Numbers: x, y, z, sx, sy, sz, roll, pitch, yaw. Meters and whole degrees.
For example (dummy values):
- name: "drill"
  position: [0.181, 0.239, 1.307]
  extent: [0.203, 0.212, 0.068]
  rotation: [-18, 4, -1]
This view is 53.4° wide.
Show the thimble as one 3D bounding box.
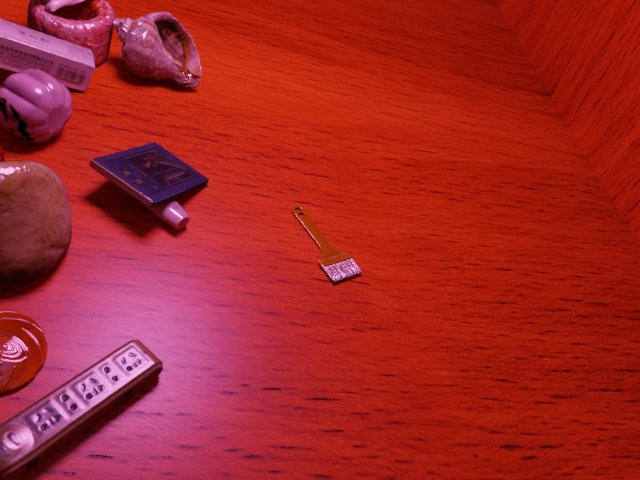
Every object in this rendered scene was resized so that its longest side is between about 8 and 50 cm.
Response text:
- name: "thimble"
  position: [-0.733, -0.622, 1.859]
  extent: [0.239, 0.162, 0.239]
  rotation: [12, 49, -14]

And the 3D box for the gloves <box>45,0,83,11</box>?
- name: "gloves"
  position: [-0.710, -0.707, 1.767]
  extent: [0.097, 0.119, 0.229]
  rotation: [-2, 24, 34]

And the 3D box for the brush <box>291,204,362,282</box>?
- name: "brush"
  position: [0.000, 0.000, 1.713]
  extent: [0.103, 0.013, 0.272]
  rotation: [-16, 57, -35]

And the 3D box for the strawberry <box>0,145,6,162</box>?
- name: "strawberry"
  position: [-0.795, -0.183, 1.399]
  extent: [0.184, 0.201, 0.187]
  rotation: [28, 60, 28]

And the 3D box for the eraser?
- name: "eraser"
  position: [-0.816, -0.511, 1.686]
  extent: [0.404, 0.098, 0.096]
  rotation: [12, 41, -37]

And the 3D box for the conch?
- name: "conch"
  position: [-0.502, -0.567, 1.920]
  extent: [0.291, 0.159, 0.210]
  rotation: [45, 38, -36]

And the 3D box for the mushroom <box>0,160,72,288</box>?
- name: "mushroom"
  position: [-0.650, -0.035, 1.304]
  extent: [0.292, 0.217, 0.212]
  rotation: [-8, 58, -31]

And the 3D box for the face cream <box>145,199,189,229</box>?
- name: "face cream"
  position: [-0.406, -0.098, 1.592]
  extent: [0.182, 0.051, 0.072]
  rotation: [40, 38, 16]

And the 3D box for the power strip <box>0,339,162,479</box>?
- name: "power strip"
  position: [-0.464, 0.311, 1.175]
  extent: [0.092, 0.066, 0.387]
  rotation: [39, 46, 16]

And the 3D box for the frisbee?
- name: "frisbee"
  position: [-0.627, 0.206, 1.220]
  extent: [0.192, 0.035, 0.192]
  rotation: [13, 46, -14]

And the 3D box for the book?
- name: "book"
  position: [-0.424, -0.172, 1.611]
  extent: [0.191, 0.025, 0.269]
  rotation: [34, 25, 8]

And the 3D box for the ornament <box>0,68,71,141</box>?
- name: "ornament"
  position: [-0.721, -0.341, 1.592]
  extent: [0.177, 0.177, 0.177]
  rotation: [13, 45, -13]
